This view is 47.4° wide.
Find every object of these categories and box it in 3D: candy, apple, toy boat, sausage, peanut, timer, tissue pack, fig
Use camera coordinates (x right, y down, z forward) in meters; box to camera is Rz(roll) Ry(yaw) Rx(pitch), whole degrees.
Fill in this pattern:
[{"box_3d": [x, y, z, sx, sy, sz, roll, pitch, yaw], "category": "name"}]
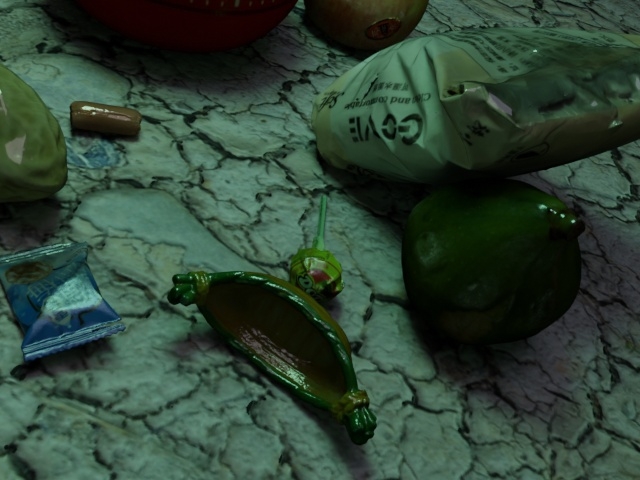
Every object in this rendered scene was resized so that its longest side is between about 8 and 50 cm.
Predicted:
[{"box_3d": [0.000, 0.000, 0.827, 0.062, 0.058, 0.194, 42, 27, -21], "category": "candy"}, {"box_3d": [-0.241, 0.048, 0.668, 0.088, 0.038, 0.136, -19, 48, -22], "category": "candy"}, {"box_3d": [0.076, -0.412, 1.200, 0.209, 0.164, 0.210, 11, 44, -11], "category": "apple"}, {"box_3d": [-0.035, 0.094, 0.673, 0.229, 0.089, 0.088, 35, 28, 7], "category": "toy boat"}, {"box_3d": [-0.254, -0.145, 0.863, 0.083, 0.034, 0.034, 4, 45, -23], "category": "sausage"}, {"box_3d": [-0.377, -0.152, 0.740, 0.325, 0.140, 0.153, 44, 2, 11], "category": "peanut"}, {"box_3d": [-0.194, -0.431, 1.008, 0.377, 0.279, 0.378, 14, 44, -14], "category": "timer"}, {"box_3d": [0.216, -0.170, 0.893, 0.389, 0.195, 0.375, -12, 10, -29], "category": "tissue pack"}, {"box_3d": [0.193, 0.009, 0.762, 0.195, 0.245, 0.196, 10, 60, -17], "category": "fig"}]
